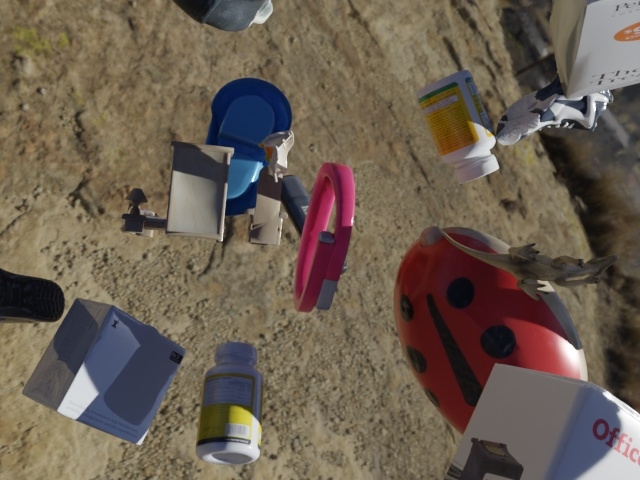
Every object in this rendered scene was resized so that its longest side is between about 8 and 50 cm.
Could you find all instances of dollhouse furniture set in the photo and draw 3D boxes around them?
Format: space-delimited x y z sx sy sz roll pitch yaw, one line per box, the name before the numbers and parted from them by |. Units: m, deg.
dollhouse furniture set | -0.241 -0.085 1.311 0.303 0.355 0.173 6 88 -11

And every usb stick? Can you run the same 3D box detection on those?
usb stick | -0.026 -0.038 1.417 0.077 0.045 0.278 -5 55 -39

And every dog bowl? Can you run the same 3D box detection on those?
dog bowl | -0.164 -0.184 1.281 0.166 0.074 0.297 19 78 -3

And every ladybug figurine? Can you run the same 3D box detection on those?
ladybug figurine | 0.269 0.186 1.069 0.449 0.305 0.162 60 39 -7

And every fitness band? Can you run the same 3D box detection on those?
fitness band | 0.000 0.000 1.127 0.054 0.290 0.209 8 36 -11

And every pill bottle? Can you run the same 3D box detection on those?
pill bottle | 0.284 -0.227 1.274 0.118 0.118 0.208 -28 97 -47
pill bottle | -0.147 0.268 1.038 0.103 0.103 0.184 26 49 -33

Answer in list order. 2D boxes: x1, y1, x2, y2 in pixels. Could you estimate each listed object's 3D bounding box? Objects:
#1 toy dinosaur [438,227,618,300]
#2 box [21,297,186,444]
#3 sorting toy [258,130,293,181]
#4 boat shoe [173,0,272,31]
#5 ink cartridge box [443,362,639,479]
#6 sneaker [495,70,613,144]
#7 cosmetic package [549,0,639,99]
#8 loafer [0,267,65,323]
toy dinosaur | 0.208 0.026 0.634 0.092 0.183 0.053 -22 120 -80
box | -0.357 0.219 1.053 0.181 0.119 0.181 45 60 -42
sorting toy | -0.077 -0.146 1.114 0.083 0.045 0.075 -59 145 -57
boat shoe | -0.071 -0.218 0.406 0.114 0.091 0.302 26 23 -22
ink cartridge box | 0.175 0.239 0.478 0.172 0.100 0.237 34 76 -23
sneaker | 0.485 -0.247 1.269 0.153 0.235 0.094 38 15 -29
cosmetic package | 0.371 -0.219 0.454 0.284 0.377 0.097 5 74 -70
loafer | -0.540 0.090 1.000 0.268 0.092 0.101 34 42 -55
